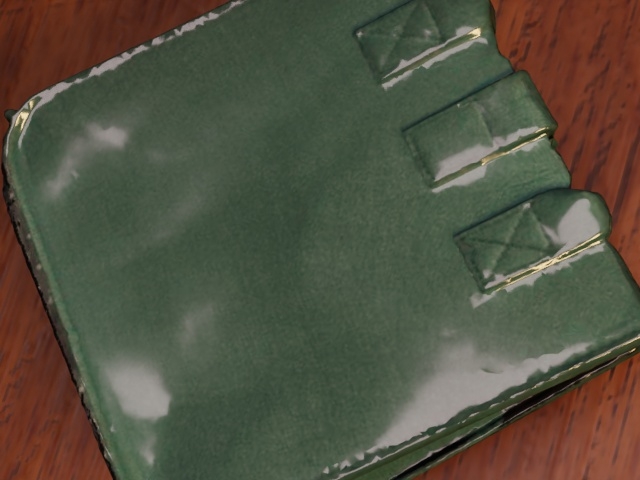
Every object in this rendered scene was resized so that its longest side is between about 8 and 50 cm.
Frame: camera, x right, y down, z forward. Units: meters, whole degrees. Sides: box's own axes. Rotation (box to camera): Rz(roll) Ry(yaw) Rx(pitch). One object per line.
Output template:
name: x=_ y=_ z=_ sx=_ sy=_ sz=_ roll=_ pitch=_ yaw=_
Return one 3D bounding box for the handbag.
handbag: x=-0.001 y=0.003 z=0.673 sx=0.274 sy=0.100 sz=0.269 roll=-29 pitch=67 yaw=2
